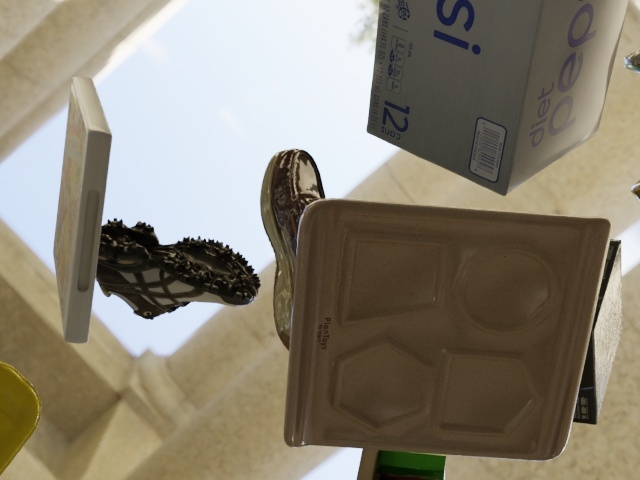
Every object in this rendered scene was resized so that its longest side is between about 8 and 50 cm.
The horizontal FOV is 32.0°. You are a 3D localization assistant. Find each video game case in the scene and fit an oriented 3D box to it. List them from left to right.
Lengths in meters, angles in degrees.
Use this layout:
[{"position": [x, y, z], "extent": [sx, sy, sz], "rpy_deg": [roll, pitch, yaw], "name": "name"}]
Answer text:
[{"position": [-0.240, -0.038, 1.111], "extent": [0.026, 0.206, 0.227], "rpy_deg": [5, -161, -17], "name": "video game case"}]

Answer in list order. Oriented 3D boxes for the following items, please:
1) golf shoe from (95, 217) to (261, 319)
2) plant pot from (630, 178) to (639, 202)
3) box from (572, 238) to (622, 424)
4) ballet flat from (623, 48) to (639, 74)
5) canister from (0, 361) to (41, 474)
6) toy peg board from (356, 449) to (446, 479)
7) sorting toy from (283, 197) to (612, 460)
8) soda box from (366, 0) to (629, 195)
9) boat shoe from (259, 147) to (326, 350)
[{"position": [-0.152, 0.043, 1.178], "extent": [0.198, 0.094, 0.077], "rpy_deg": [18, -145, 21], "name": "golf shoe"}, {"position": [0.376, -0.052, 1.177], "extent": [0.081, 0.081, 0.083], "rpy_deg": [48, 172, -4], "name": "plant pot"}, {"position": [0.309, 0.105, 1.345], "extent": [0.180, 0.077, 0.147], "rpy_deg": [-58, -34, -46], "name": "box"}, {"position": [0.407, -0.192, 1.218], "extent": [0.072, 0.068, 0.213], "rpy_deg": [17, -165, -20], "name": "ballet flat"}, {"position": [-0.284, 0.134, 0.792], "extent": [0.170, 0.126, 0.073], "rpy_deg": [0, 136, 50], "name": "canister"}, {"position": [0.073, 0.286, 1.055], "extent": [0.161, 0.079, 0.161], "rpy_deg": [84, -164, -45], "name": "toy peg board"}, {"position": [0.083, 0.062, 0.766], "extent": [0.208, 0.193, 0.038], "rpy_deg": [2, -154, -5], "name": "sorting toy"}, {"position": [0.096, -0.172, 0.511], "extent": [0.091, 0.286, 0.098], "rpy_deg": [28, -140, 31], "name": "soda box"}, {"position": [0.000, 0.000, 1.560], "extent": [0.123, 0.123, 0.342], "rpy_deg": [36, -142, -40], "name": "boat shoe"}]
